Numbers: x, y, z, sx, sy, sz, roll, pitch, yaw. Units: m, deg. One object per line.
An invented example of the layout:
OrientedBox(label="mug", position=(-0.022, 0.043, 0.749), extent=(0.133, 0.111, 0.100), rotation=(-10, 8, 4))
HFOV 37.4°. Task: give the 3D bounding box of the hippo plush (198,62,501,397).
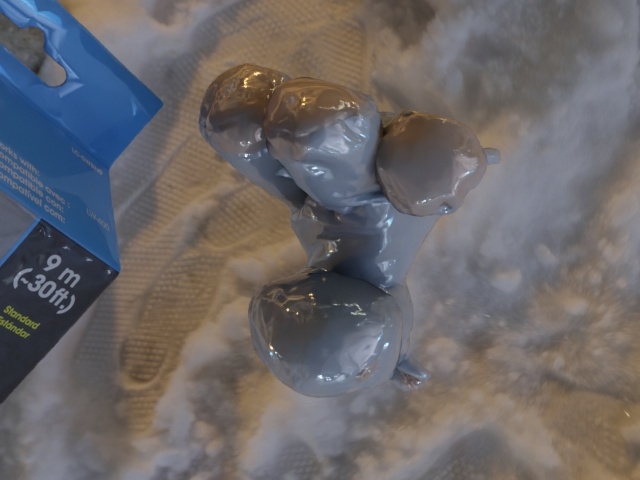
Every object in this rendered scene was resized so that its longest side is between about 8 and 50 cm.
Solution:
OrientedBox(label="hippo plush", position=(0.000, 0.000, 0.773), extent=(0.234, 0.294, 0.236), rotation=(18, 96, 10))

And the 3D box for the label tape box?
OrientedBox(label="label tape box", position=(-0.261, -0.016, 0.606), extent=(0.333, 0.240, 0.106), rotation=(-48, 47, -2))
